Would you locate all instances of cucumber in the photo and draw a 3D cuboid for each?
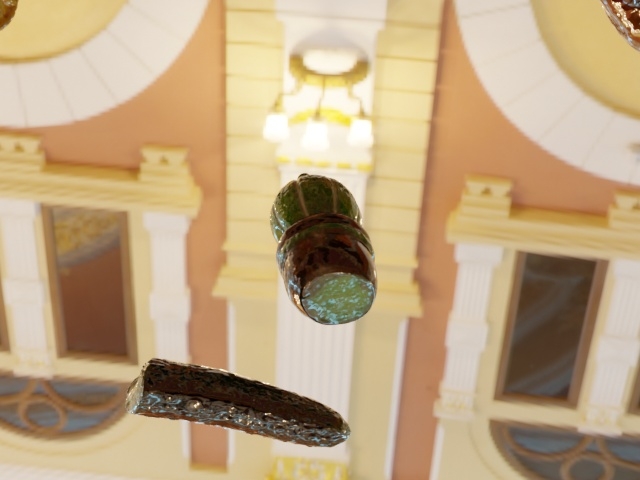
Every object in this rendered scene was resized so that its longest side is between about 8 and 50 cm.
[{"bbox_3d":[-0.067,0.147,1.007,0.214,0.052,0.058,16,-169,-26],"label":"cucumber"}]

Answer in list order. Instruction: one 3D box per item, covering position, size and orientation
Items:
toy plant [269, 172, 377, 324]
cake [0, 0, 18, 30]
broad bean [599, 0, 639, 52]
[{"bbox_3d":[0.000,0.000,1.071,0.092,0.093,0.162,-5,-138,-12],"label":"toy plant"},{"bbox_3d":[-0.269,-0.194,0.864,0.044,0.084,0.084,3,-149,25],"label":"cake"},{"bbox_3d":[0.346,-0.221,1.043,0.228,0.122,0.156,22,-130,-30],"label":"broad bean"}]
